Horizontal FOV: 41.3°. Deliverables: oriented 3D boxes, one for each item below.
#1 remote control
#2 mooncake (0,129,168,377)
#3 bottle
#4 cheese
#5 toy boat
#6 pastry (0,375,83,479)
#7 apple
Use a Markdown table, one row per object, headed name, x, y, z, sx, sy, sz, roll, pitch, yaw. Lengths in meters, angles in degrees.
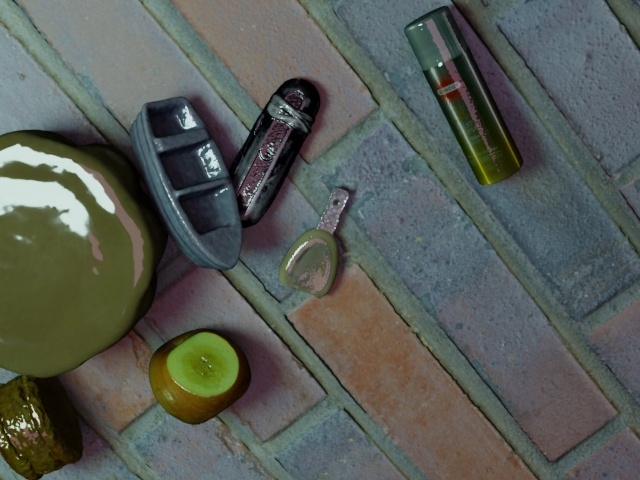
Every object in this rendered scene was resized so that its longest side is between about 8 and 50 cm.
| name | x | y | z | sx | sy | sz | roll | pitch | yaw |
| --- | --- | --- | --- | --- | --- | --- | --- | --- | --- |
| remote control | -0.084 | -0.138 | 1.371 | 0.090 | 0.066 | 0.266 | 27 | 103 | -11 |
| mooncake | -0.427 | 0.008 | 1.338 | 0.378 | 0.201 | 0.379 | 0 | 101 | 0 |
| bottle | 0.228 | -0.229 | 1.352 | 0.082 | 0.082 | 0.286 | -28 | 104 | 5 |
| cheese | 0.000 | 0.000 | 1.428 | 0.097 | 0.037 | 0.192 | 20 | 103 | -9 |
| toy boat | -0.202 | -0.082 | 1.322 | 0.078 | 0.127 | 0.283 | -24 | 87 | 44 |
| pastry | -0.477 | 0.305 | 1.416 | 0.103 | 0.189 | 0.189 | -27 | 105 | -4 |
| apple | -0.206 | 0.223 | 1.416 | 0.146 | 0.163 | 0.147 | -38 | 93 | -35 |
